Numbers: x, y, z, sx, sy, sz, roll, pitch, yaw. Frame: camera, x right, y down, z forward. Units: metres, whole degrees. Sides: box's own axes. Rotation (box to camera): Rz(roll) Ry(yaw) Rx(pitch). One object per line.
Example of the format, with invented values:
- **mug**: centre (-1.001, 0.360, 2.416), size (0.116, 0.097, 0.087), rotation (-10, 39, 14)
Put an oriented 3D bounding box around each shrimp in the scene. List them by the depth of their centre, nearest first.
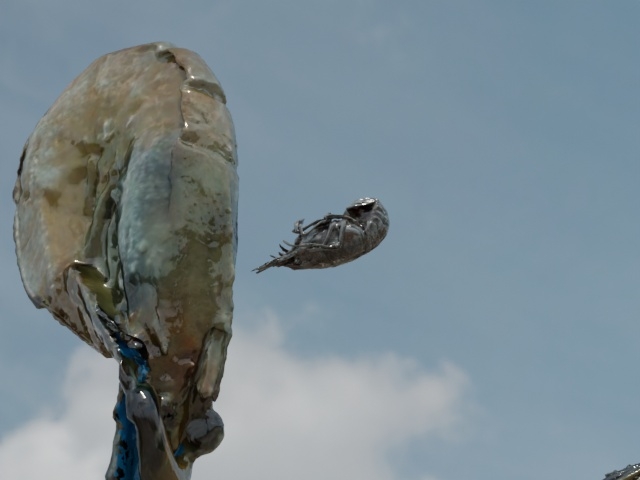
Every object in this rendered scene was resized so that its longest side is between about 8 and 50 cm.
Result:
- **shrimp**: centre (-0.159, 0.019, 1.511), size (0.221, 0.445, 0.110), rotation (-23, -37, 19)
- **shrimp**: centre (0.000, 0.000, 1.977), size (0.165, 0.065, 0.056), rotation (-15, -21, -19)

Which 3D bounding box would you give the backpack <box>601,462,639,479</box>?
- **backpack**: centre (0.348, 0.383, 2.214), size (0.258, 0.206, 0.133), rotation (-20, -49, -23)
